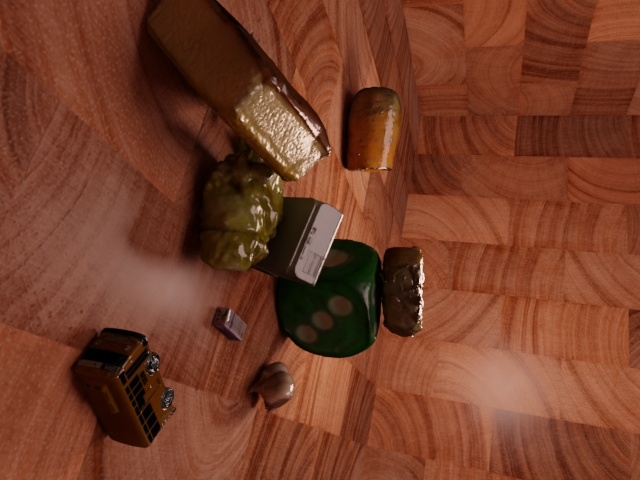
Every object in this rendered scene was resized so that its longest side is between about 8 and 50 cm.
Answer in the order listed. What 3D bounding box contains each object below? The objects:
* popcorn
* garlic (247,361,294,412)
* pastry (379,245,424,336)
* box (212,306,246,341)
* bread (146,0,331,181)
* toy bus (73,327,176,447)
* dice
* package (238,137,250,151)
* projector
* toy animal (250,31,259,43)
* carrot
[{"bbox_3d":[-0.173,-0.061,1.193,0.225,0.174,0.285,43,52,-71],"label":"popcorn"},{"bbox_3d":[-0.136,0.418,1.499,0.099,0.124,0.174,52,6,-25],"label":"garlic"},{"bbox_3d":[0.271,0.166,1.690,0.330,0.137,0.329,1,90,-79],"label":"pastry"},{"bbox_3d":[-0.228,0.213,1.300,0.117,0.036,0.050,66,34,-55],"label":"box"},{"bbox_3d":[-0.149,-0.300,1.017,0.143,0.323,0.333,-42,158,4],"label":"bread"},{"bbox_3d":[-0.341,0.260,0.903,0.114,0.098,0.200,-60,150,-50],"label":"toy bus"},{"bbox_3d":[0.043,0.179,1.668,0.287,0.298,0.299,-61,149,-56],"label":"dice"},{"bbox_3d":[-0.153,-0.204,1.333,0.168,0.090,0.226,-49,143,-54],"label":"package"},{"bbox_3d":[-0.074,-0.001,1.314,0.108,0.251,0.198,30,77,-35],"label":"projector"},{"bbox_3d":[-0.170,-0.504,1.305,0.084,0.028,0.050,27,78,-70],"label":"toy animal"},{"bbox_3d":[0.220,-0.451,2.126,0.224,0.225,0.340,-6,100,-70],"label":"carrot"}]
